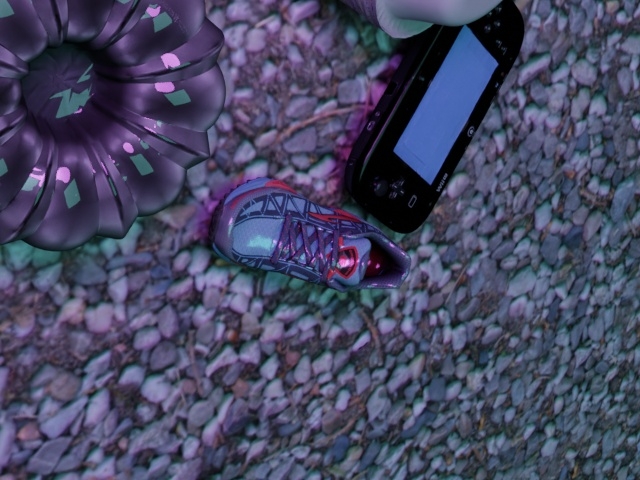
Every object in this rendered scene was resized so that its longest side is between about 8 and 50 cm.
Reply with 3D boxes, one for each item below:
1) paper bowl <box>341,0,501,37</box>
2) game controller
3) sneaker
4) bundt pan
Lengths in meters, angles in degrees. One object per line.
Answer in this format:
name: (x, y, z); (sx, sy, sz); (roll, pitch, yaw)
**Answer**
paper bowl: (0.138, -0.333, 1.029); (0.284, 0.148, 0.284); (-43, 161, -18)
game controller: (0.143, -0.165, 1.232); (0.166, 0.067, 0.319); (33, 85, -42)
sneaker: (0.000, 0.000, 1.136); (0.262, 0.125, 0.104); (10, 99, -41)
bundt pan: (-0.220, -0.134, 0.881); (0.331, 0.124, 0.330); (-14, 118, -29)
